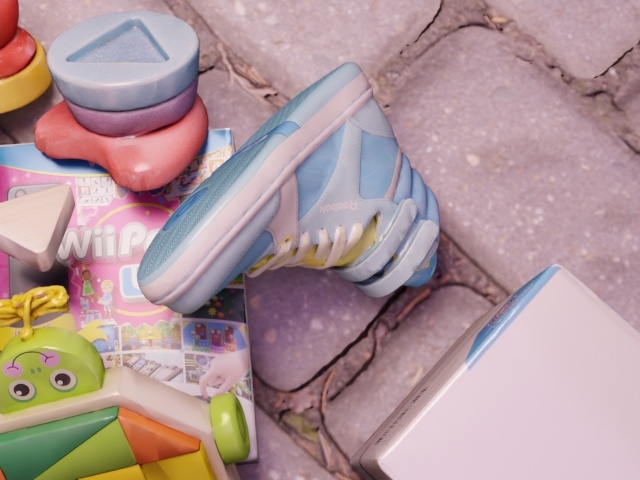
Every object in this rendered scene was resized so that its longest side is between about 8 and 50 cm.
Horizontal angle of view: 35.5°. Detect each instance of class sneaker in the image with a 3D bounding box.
[{"bbox_3d":[0.000,0.000,0.867,0.208,0.127,0.319,52,51,-14],"label":"sneaker"}]

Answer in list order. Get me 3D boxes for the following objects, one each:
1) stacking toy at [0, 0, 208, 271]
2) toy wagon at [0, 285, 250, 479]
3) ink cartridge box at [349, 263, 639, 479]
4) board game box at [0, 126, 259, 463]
[{"bbox_3d":[-0.269,-0.131,0.854,0.309,0.130,0.279,15,44,19],"label":"stacking toy"},{"bbox_3d":[-0.185,0.197,0.803,0.267,0.068,0.344,-14,119,2],"label":"toy wagon"},{"bbox_3d":[0.166,0.175,0.813,0.197,0.270,0.198,43,79,6],"label":"ink cartridge box"},{"bbox_3d":[-0.178,0.061,0.920,0.224,0.097,0.303,-5,76,-3],"label":"board game box"}]
